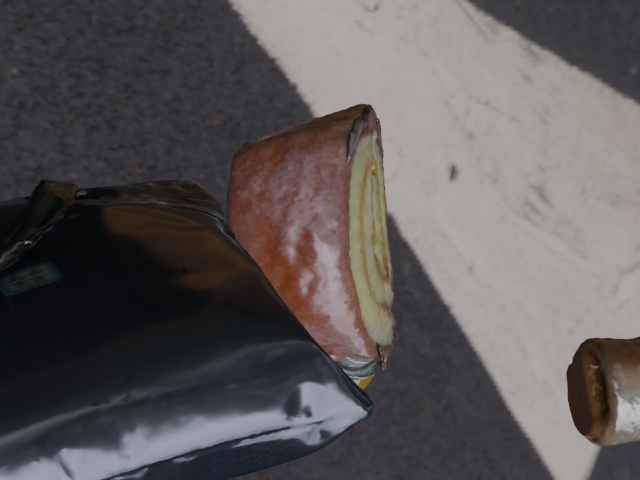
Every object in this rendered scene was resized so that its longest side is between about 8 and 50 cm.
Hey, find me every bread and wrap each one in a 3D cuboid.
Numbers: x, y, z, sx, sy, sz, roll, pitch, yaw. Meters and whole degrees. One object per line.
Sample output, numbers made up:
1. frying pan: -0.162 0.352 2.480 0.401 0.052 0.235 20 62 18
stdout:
1. bread: -0.003 0.003 1.278 0.190 0.123 0.244 -22 106 -74

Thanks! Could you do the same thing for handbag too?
1. handbag: -0.136 0.044 0.572 0.254 0.211 0.088 -14 123 -19

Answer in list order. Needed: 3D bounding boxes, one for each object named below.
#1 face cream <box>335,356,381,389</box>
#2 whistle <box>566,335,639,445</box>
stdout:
1. face cream: -0.026 0.155 1.586 0.105 0.349 0.105 11 64 -23
2. whistle: 0.198 0.051 0.511 0.220 0.057 0.107 -3 75 -12
